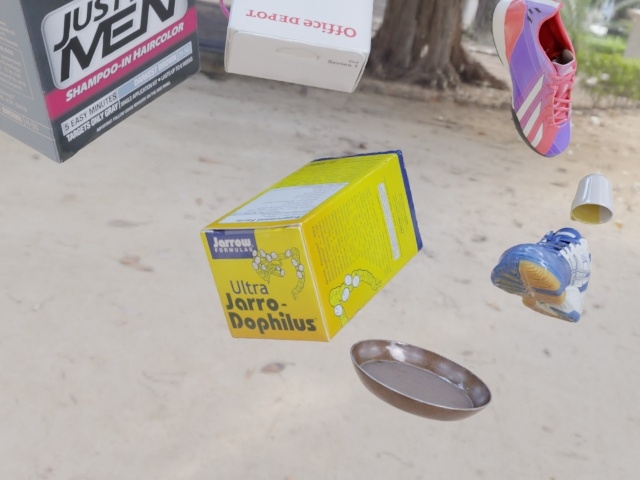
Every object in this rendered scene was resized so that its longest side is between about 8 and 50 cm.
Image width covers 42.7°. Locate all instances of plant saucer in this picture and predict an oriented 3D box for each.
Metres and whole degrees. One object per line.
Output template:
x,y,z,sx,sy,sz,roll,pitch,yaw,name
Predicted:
0.110,0.161,0.933,0.168,0.029,0.168,16,14,-4,plant saucer

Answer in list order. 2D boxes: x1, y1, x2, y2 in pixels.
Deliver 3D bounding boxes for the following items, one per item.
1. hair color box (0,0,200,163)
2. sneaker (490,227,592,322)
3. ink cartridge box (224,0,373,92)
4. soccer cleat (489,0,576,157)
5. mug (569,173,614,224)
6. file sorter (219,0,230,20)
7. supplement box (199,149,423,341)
-0.206,-0.267,0.640,0.113,0.374,0.185,28,51,23,hair color box
0.340,0.031,1.233,0.112,0.131,0.296,18,-6,27,sneaker
-0.021,-0.296,0.960,0.160,0.219,0.092,9,-22,-7,ink cartridge box
0.385,-0.267,1.389,0.108,0.318,0.116,-43,36,-23,soccer cleat
0.412,-0.066,1.258,0.078,0.064,0.062,-9,-35,39,mug
-0.040,-0.491,1.455,0.202,0.290,0.182,-1,-28,21,file sorter
0.000,0.000,1.370,0.194,0.195,0.356,-2,21,34,supplement box
